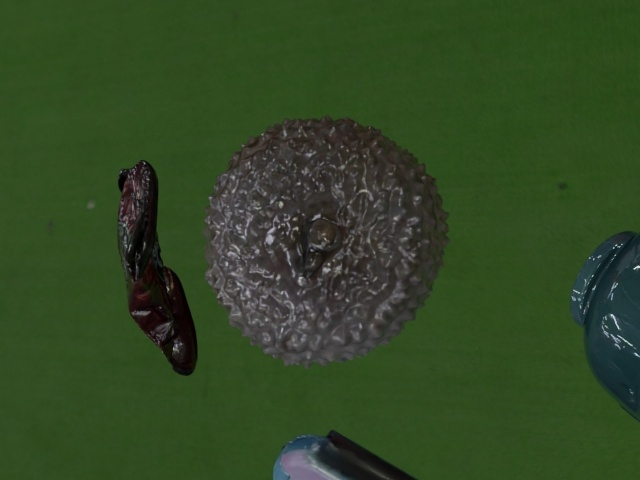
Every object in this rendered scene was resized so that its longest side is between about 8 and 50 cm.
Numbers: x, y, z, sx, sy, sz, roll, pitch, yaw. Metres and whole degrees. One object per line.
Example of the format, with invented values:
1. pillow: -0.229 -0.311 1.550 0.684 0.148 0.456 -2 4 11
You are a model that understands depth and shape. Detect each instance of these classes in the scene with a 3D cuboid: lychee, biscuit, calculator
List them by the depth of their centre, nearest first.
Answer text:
1. calculator: 0.081 0.292 0.905 0.293 0.173 0.051 28 51 13
2. biscuit: -0.187 0.034 1.004 0.063 0.235 0.151 -13 53 -9
3. lychee: 0.000 0.000 1.387 0.381 0.432 0.380 0 93 -1

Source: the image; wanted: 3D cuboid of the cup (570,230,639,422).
1. cup: 0.406 0.106 0.835 0.258 0.290 0.219 39 109 47
